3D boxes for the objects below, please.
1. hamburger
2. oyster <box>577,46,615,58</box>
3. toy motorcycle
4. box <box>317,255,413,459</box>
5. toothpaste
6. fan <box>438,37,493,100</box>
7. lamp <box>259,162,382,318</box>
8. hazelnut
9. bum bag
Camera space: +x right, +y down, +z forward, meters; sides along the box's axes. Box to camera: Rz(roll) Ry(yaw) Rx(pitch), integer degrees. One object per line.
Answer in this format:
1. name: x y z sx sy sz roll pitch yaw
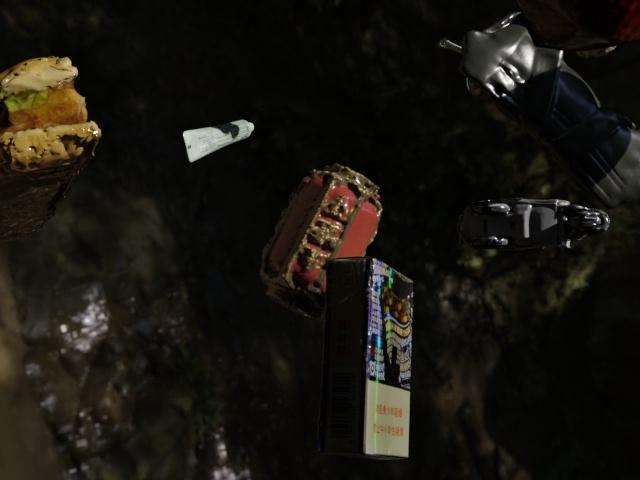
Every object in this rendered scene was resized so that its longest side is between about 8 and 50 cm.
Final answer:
1. hamburger: -0.327 -0.086 0.967 0.262 0.131 0.124 -41 -111 50
2. oyster: 0.352 -0.268 1.255 0.083 0.081 0.038 -121 -162 -52
3. toy motorcycle: 0.368 -0.026 1.662 0.157 0.263 0.090 12 77 -71
4. box: 0.079 0.197 1.546 0.198 0.084 0.310 29 61 -61
5. toothpaste: -0.160 -0.165 1.513 0.197 0.029 0.048 -31 112 -59
6. fan: 0.300 -0.326 1.725 0.227 0.152 0.008 30 -6 38
7. lamp: 0.000 0.000 1.717 0.273 0.177 0.177 -64 169 -8
8. hazelnut: 0.267 -0.266 0.922 0.201 0.170 0.160 -58 135 -61
9. bum bag: 0.308 -0.165 1.186 0.326 0.142 0.080 40 -20 -17
